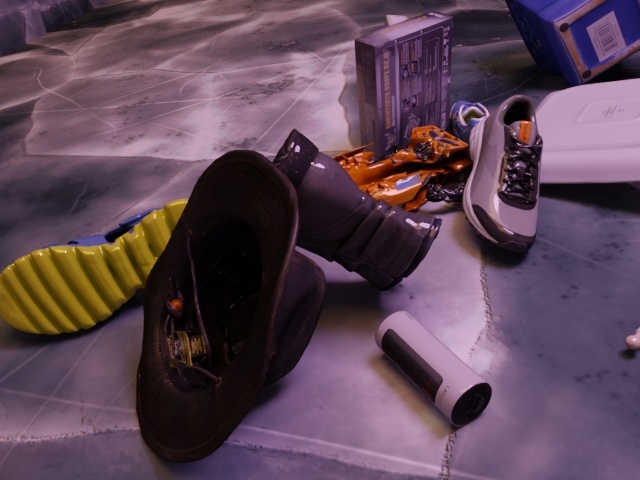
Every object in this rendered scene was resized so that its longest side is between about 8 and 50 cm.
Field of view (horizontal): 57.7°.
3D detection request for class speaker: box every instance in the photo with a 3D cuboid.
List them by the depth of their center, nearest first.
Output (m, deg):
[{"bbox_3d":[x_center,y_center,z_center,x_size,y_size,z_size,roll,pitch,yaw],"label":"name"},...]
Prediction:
[{"bbox_3d":[0.119,0.134,0.625,0.055,0.055,0.136,-23,37,-20],"label":"speaker"}]

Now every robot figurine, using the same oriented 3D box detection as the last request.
[{"bbox_3d":[0.124,-0.108,0.949,0.291,0.085,0.211,-22,37,-18],"label":"robot figurine"}]

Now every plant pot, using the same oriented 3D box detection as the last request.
[{"bbox_3d":[0.551,-0.476,1.208,0.236,0.236,0.212,-31,39,19],"label":"plant pot"}]

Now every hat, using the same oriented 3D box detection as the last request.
[{"bbox_3d":[-0.081,0.078,0.634,0.134,0.331,0.331,18,19,-34],"label":"hat"}]

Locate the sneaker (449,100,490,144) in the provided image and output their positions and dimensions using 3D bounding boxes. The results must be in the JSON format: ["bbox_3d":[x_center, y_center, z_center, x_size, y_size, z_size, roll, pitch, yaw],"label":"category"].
[{"bbox_3d":[0.286,-0.223,1.081,0.080,0.081,0.211,-8,33,5],"label":"sneaker"}]

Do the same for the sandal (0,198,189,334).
[{"bbox_3d":[-0.299,0.035,0.833,0.318,0.126,0.138,-20,13,-14],"label":"sandal"}]

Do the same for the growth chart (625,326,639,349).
[{"bbox_3d":[0.471,0.112,0.603,0.237,0.021,0.172,25,46,39],"label":"growth chart"}]

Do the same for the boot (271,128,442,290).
[{"bbox_3d":[0.000,0.000,0.776,0.223,0.338,0.118,32,74,-9],"label":"boot"}]

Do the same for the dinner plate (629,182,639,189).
[{"bbox_3d":[0.549,-0.111,0.913,0.141,0.017,0.141,-7,33,5],"label":"dinner plate"}]

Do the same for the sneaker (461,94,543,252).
[{"bbox_3d":[0.270,-0.103,0.836,0.100,0.108,0.271,15,55,-10],"label":"sneaker"}]

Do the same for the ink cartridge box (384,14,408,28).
[{"bbox_3d":[0.160,-0.360,1.229,0.056,0.171,0.235,6,35,-2],"label":"ink cartridge box"}]

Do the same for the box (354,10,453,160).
[{"bbox_3d":[0.154,-0.271,1.051,0.183,0.230,0.056,-28,42,-24],"label":"box"}]

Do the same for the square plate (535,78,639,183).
[{"bbox_3d":[0.484,-0.195,0.956,0.344,0.049,0.347,3,35,41],"label":"square plate"}]

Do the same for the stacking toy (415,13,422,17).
[{"bbox_3d":[0.233,-0.373,1.235,0.052,0.166,0.221,-3,34,6],"label":"stacking toy"}]
